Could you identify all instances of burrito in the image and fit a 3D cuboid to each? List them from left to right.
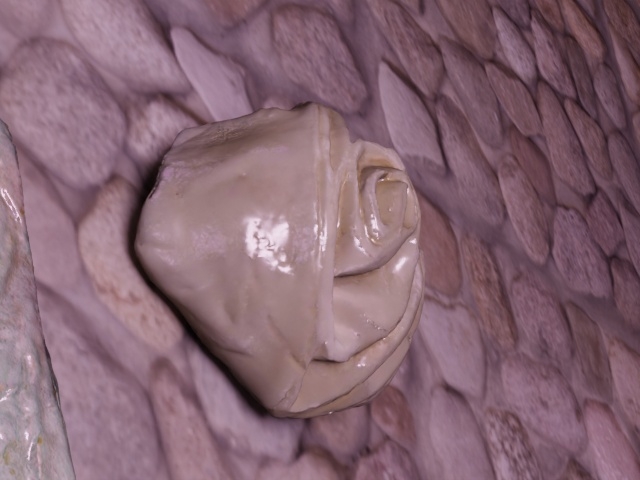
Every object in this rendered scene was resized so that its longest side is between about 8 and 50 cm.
[{"bbox_3d":[-0.172,0.049,0.709,0.096,0.066,0.309,8,61,-52],"label":"burrito"}]

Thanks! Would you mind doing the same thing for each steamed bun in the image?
[{"bbox_3d":[0.001,-0.001,0.956,0.218,0.144,0.211,58,29,-16],"label":"steamed bun"}]
